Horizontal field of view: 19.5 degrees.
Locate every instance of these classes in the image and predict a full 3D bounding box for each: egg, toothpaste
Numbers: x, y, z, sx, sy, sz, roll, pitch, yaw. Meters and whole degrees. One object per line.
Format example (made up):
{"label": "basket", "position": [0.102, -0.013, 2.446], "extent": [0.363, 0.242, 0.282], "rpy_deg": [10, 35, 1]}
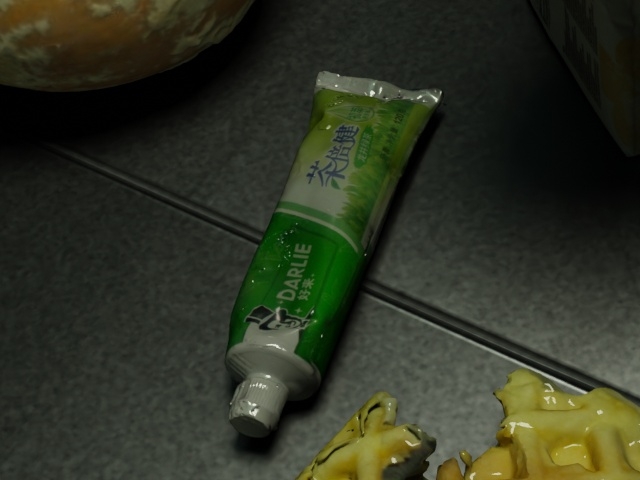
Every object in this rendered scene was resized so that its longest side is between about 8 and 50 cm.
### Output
{"label": "egg", "position": [-0.129, -0.185, 1.068], "extent": [0.245, 0.203, 0.203], "rpy_deg": [-39, 55, -22]}
{"label": "toothpaste", "position": [0.000, 0.000, 0.997], "extent": [0.078, 0.047, 0.248], "rpy_deg": [10, 51, 15]}

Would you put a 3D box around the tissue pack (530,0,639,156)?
{"label": "tissue pack", "position": [0.195, -0.188, 0.997], "extent": [0.145, 0.229, 0.159], "rpy_deg": [-18, 50, -6]}

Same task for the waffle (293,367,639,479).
{"label": "waffle", "position": [0.078, 0.171, 0.837], "extent": [0.250, 0.056, 0.261], "rpy_deg": [31, 60, 29]}
